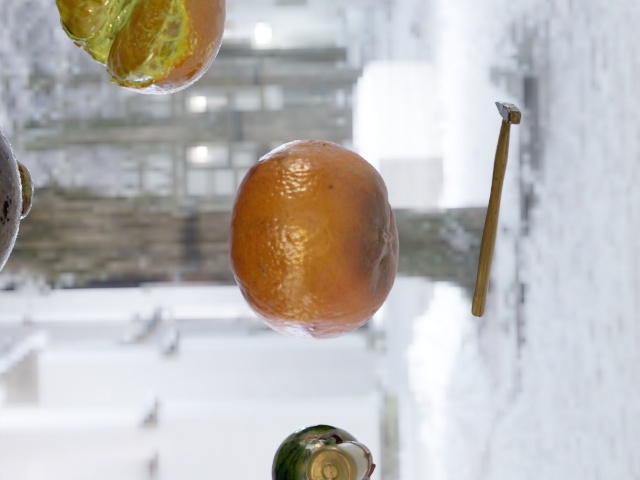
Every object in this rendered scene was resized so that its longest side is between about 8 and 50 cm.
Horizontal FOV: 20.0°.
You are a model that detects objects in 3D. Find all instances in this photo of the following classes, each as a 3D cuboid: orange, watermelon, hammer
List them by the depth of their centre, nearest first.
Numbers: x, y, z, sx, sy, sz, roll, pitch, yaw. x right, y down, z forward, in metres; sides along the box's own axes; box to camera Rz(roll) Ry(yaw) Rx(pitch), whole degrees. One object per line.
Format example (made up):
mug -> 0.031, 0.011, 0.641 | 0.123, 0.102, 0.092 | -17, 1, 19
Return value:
hammer -> 0.154, -0.028, 1.622 | 0.062, 0.013, 0.199 | -109, 26, -71
watermelon -> 0.003, 0.233, 1.779 | 0.109, 0.109, 0.109 | 179, 90, -89
orange -> 0.000, 0.000, 1.991 | 0.224, 0.170, 0.224 | -7, -83, -61
orange -> -0.203, -0.280, 2.152 | 0.237, 0.158, 0.179 | 41, 114, 30

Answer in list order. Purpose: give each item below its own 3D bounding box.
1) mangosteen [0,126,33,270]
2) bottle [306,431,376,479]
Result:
mangosteen -> -0.470, -0.046, 2.125 | 0.288, 0.288, 0.288 | 179, 90, -89
bottle -> 0.021, 0.206, 1.643 | 0.101, 0.047, 0.063 | 0, -86, -75
